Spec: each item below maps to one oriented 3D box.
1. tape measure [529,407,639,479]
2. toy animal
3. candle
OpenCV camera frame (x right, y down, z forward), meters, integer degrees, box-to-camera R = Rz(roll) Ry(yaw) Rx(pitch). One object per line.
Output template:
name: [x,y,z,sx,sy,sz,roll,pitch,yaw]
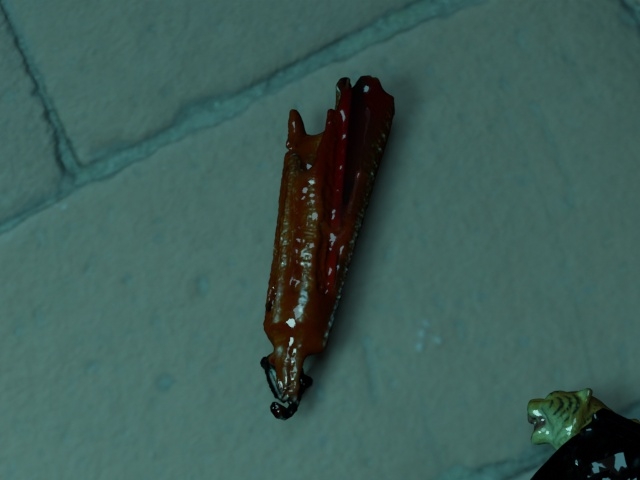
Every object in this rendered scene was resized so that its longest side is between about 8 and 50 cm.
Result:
tape measure: [0.195,0.224,0.900,0.202,0.135,0.222,22,105,8]
toy animal: [0.238,0.176,1.004,0.241,0.056,0.099,22,66,23]
candle: [0.000,0.000,1.155,0.084,0.059,0.301,-2,60,21]
